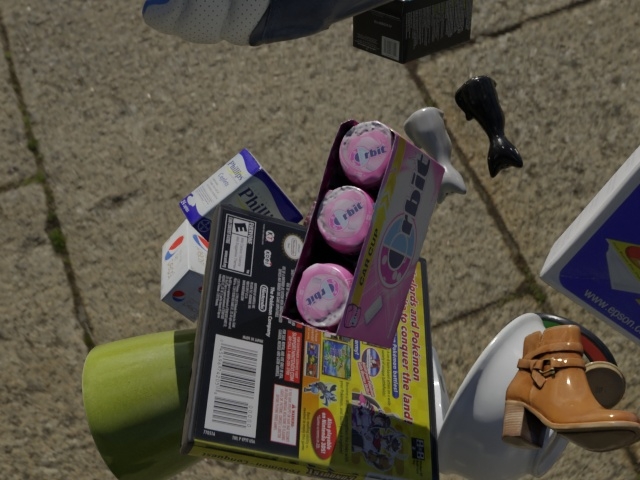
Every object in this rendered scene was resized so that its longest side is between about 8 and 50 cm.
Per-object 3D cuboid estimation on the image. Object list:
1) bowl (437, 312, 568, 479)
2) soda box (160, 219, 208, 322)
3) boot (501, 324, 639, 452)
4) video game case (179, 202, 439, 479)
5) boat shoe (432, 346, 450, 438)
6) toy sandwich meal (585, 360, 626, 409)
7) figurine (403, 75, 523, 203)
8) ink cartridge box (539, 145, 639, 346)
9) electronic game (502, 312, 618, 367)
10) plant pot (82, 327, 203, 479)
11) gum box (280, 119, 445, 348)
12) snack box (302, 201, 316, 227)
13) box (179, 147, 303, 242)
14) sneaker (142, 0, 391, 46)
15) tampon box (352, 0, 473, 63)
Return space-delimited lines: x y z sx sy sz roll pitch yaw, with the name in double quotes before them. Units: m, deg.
"bowl" 0.316 0.271 1.321 0.134 0.298 0.298 30 68 31
"soda box" -0.217 0.045 1.415 0.074 0.069 0.216 -47 23 11
"boot" 0.310 0.176 1.044 0.197 0.073 0.152 -12 50 47
"video game case" -0.002 0.106 0.861 0.248 0.035 0.275 15 51 -16
"boat shoe" 0.209 0.311 1.684 0.076 0.080 0.228 -21 47 16
"toy sandwich meal" 0.374 0.199 1.162 0.085 0.029 0.085 0 106 -1
"figurine" 0.299 -0.201 1.772 0.215 0.092 0.209 -28 68 29
"ink cartridge box" 0.241 -0.003 0.363 0.206 0.208 0.045 35 34 0
"electronic game" 0.437 0.227 1.574 0.229 0.229 0.048 29 49 18
"plant pot" -0.221 0.266 1.510 0.293 0.275 0.275 -21 62 9
"gum box" 0.043 -0.006 0.760 0.062 0.107 0.188 14 85 32
"snack box" 0.000 0.000 1.835 0.100 0.037 0.141 27 92 30
"box" -0.120 -0.045 1.305 0.137 0.126 0.072 -40 39 0
"sneaker" -0.065 -0.283 0.553 0.236 0.130 0.323 -16 83 -11
"tampon box" 0.148 -0.364 1.369 0.161 0.101 0.120 -25 39 -33
